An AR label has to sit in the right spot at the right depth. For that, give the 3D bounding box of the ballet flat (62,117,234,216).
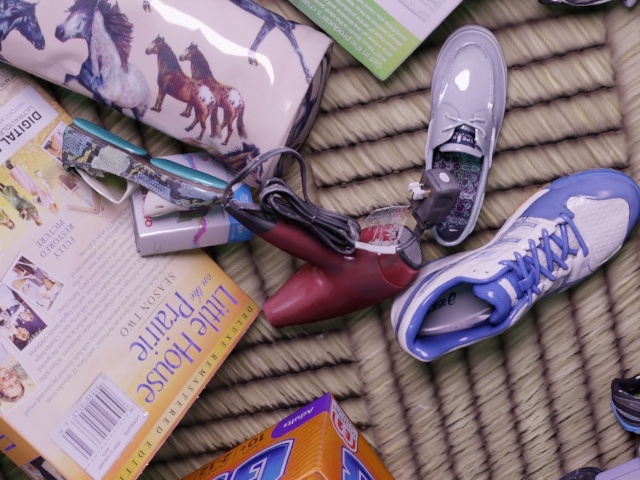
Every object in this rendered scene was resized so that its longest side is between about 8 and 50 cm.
[{"bbox_3d":[-0.174,-0.059,1.056,0.188,0.070,0.070,24,111,17],"label":"ballet flat"}]

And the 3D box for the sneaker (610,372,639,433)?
[{"bbox_3d":[0.404,0.147,1.162,0.188,0.067,0.078,-25,111,16],"label":"sneaker"}]

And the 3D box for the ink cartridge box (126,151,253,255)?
[{"bbox_3d":[-0.136,-0.041,1.113,0.122,0.052,0.089,-9,69,-11],"label":"ink cartridge box"}]

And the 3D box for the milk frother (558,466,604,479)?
[{"bbox_3d":[0.299,0.353,1.225,0.143,0.129,0.135,-37,130,-4],"label":"milk frother"}]

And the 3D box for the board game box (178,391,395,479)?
[{"bbox_3d":[-0.047,0.459,1.159,0.356,0.356,0.357,-32,103,14],"label":"board game box"}]

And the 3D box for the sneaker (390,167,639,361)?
[{"bbox_3d":[0.208,0.038,1.109,0.296,0.131,0.112,-35,101,14],"label":"sneaker"}]

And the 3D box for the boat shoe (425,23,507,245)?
[{"bbox_3d":[0.147,-0.101,1.091,0.079,0.081,0.228,6,110,3],"label":"boat shoe"}]

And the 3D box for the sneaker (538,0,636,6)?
[{"bbox_3d":[0.223,-0.295,1.017,0.228,0.086,0.132,29,111,-6],"label":"sneaker"}]

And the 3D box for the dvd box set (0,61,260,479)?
[{"bbox_3d":[-0.285,0.027,1.067,0.420,0.308,0.062,46,137,-11],"label":"dvd box set"}]

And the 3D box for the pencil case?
[{"bbox_3d":[-0.183,-0.192,1.047,0.410,0.160,0.184,25,113,-4],"label":"pencil case"}]

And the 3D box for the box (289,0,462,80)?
[{"bbox_3d":[0.065,-0.317,0.961,0.232,0.058,0.322,39,136,-9],"label":"box"}]

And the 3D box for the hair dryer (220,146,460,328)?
[{"bbox_3d":[0.000,0.000,1.099,0.223,0.080,0.294,7,141,-10],"label":"hair dryer"}]

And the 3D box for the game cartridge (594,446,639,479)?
[{"bbox_3d":[0.500,0.260,1.166,0.355,0.068,0.230,-27,119,13],"label":"game cartridge"}]
